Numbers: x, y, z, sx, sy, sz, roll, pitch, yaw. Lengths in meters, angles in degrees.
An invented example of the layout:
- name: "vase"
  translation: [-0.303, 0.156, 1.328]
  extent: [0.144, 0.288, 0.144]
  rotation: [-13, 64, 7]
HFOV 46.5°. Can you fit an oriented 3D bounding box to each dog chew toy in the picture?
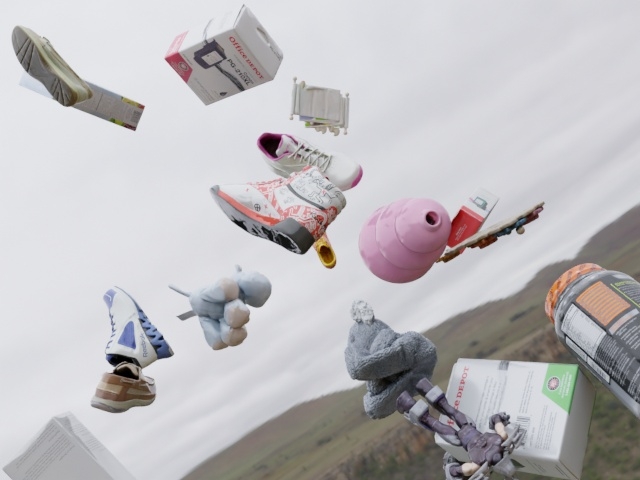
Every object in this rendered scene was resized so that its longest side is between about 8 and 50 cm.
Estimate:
- name: "dog chew toy"
  translation: [0.215, -0.011, 1.805]
  extent: [0.207, 0.206, 0.332]
  rotation: [-31, -4, -17]

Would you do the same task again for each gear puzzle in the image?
- name: "gear puzzle"
  translation: [0.409, 0.004, 1.889]
  extent: [0.175, 0.044, 0.339]
  rotation: [-27, -3, -39]

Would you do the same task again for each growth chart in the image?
- name: "growth chart"
  translation: [-0.001, -0.456, 2.574]
  extent: [0.237, 0.171, 0.021]
  rotation: [9, 3, -24]

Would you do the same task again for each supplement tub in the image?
- name: "supplement tub"
  translation: [0.626, 0.199, 1.521]
  extent: [0.207, 0.338, 0.207]
  rotation: [-11, -57, -17]

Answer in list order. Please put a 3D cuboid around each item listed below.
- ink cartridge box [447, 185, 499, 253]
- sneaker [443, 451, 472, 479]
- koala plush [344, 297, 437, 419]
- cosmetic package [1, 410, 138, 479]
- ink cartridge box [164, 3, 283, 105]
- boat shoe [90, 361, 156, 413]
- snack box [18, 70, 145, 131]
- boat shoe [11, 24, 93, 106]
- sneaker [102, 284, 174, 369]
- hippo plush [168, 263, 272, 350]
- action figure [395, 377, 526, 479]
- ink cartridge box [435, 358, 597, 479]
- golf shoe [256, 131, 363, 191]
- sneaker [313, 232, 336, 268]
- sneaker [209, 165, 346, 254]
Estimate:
- name: "ink cartridge box"
  translation: [0.433, -0.053, 2.191]
  extent: [0.231, 0.078, 0.134]
  rotation: [-42, -18, -51]
- name: "sneaker"
  translation: [0.370, 0.604, 2.058]
  extent: [0.051, 0.170, 0.089]
  rotation: [-29, 29, -22]
- name: "koala plush"
  translation: [0.138, 0.251, 1.709]
  extent: [0.203, 0.221, 0.196]
  rotation: [-28, -58, -9]
- name: "cosmetic package"
  translation: [-0.636, 0.657, 1.994]
  extent: [0.197, 0.365, 0.155]
  rotation: [-45, -4, -5]
- name: "ink cartridge box"
  translation: [-0.239, -0.457, 1.859]
  extent: [0.237, 0.172, 0.100]
  rotation: [-12, 45, 34]
- name: "boat shoe"
  translation: [-0.547, 0.413, 2.144]
  extent: [0.324, 0.123, 0.116]
  rotation: [28, -107, -84]
- name: "snack box"
  translation: [-0.517, -0.316, 1.622]
  extent: [0.207, 0.175, 0.070]
  rotation: [16, -84, -48]
- name: "boat shoe"
  translation: [-0.419, -0.273, 1.158]
  extent: [0.056, 0.153, 0.048]
  rotation: [-48, -7, 37]
- name: "sneaker"
  translation: [-0.632, 0.300, 2.388]
  extent: [0.182, 0.315, 0.127]
  rotation: [-36, -25, -23]
- name: "hippo plush"
  translation: [-0.279, 0.207, 2.374]
  extent: [0.294, 0.234, 0.237]
  rotation: [-8, 9, 40]
- name: "action figure"
  translation: [0.291, 0.391, 1.509]
  extent: [0.185, 0.285, 0.099]
  rotation: [-35, -43, -22]
- name: "ink cartridge box"
  translation: [0.418, 0.377, 1.607]
  extent: [0.289, 0.121, 0.211]
  rotation: [-3, 54, 42]
- name: "golf shoe"
  translation: [-0.038, -0.205, 1.928]
  extent: [0.140, 0.306, 0.115]
  rotation: [42, -112, -58]
- name: "sneaker"
  translation: [0.000, 0.000, 2.163]
  extent: [0.064, 0.175, 0.067]
  rotation: [-31, -12, -6]
- name: "sneaker"
  translation: [-0.074, -0.077, 1.346]
  extent: [0.145, 0.270, 0.090]
  rotation: [-47, -45, -18]
